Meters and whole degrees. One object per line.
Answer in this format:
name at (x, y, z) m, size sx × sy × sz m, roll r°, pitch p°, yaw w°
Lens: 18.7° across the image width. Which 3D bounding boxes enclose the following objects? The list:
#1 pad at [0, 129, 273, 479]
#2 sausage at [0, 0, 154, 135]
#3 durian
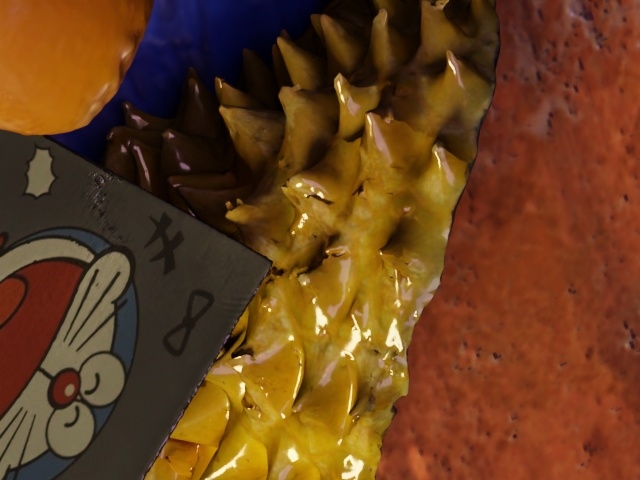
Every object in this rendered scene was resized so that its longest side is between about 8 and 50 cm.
pad at (-0.129, 0.084, 0.681) m, size 0.006 × 0.170 × 0.245 m, roll 35°, pitch 86°, yaw -47°
sausage at (-0.167, -0.115, 0.659) m, size 0.238 × 0.098 × 0.098 m, roll 28°, pitch 89°, yaw -30°
durian at (-0.001, 0.012, 0.715) m, size 0.185 × 0.195 × 0.305 m, roll 23°, pitch 93°, yaw -21°
